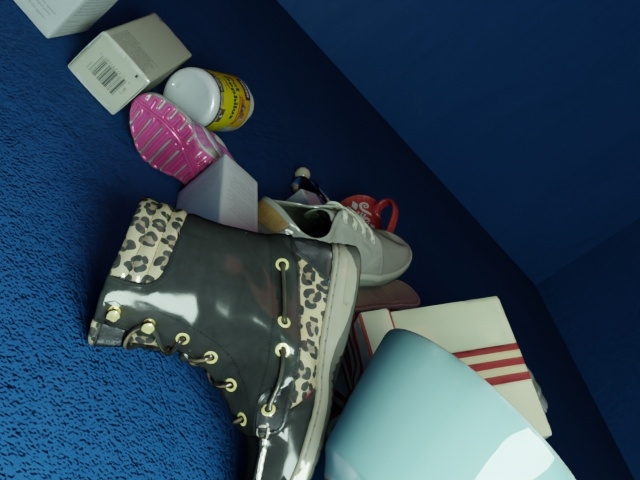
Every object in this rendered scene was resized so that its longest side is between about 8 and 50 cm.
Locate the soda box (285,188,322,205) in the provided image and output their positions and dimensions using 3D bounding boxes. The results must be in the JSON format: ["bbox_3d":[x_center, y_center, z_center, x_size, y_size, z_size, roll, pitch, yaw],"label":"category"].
[{"bbox_3d":[0.000,0.000,1.576,0.216,0.069,0.074,60,20,19],"label":"soda box"}]

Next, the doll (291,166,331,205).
[{"bbox_3d":[-0.012,-0.101,1.759,0.129,0.046,0.189,16,33,-46],"label":"doll"}]

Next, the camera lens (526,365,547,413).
[{"bbox_3d":[0.305,0.282,1.558,0.274,0.219,0.219,53,19,-1],"label":"camera lens"}]

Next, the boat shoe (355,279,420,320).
[{"bbox_3d":[0.055,0.129,1.423,0.335,0.095,0.112,7,33,-42],"label":"boat shoe"}]

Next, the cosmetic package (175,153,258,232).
[{"bbox_3d":[-0.163,-0.026,1.165,0.085,0.117,0.231,41,23,-29],"label":"cosmetic package"}]

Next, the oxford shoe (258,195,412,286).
[{"bbox_3d":[0.035,-0.005,1.398,0.449,0.130,0.169,4,27,-47],"label":"oxford shoe"}]

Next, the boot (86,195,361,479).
[{"bbox_3d":[-0.125,0.142,0.870,0.284,0.377,0.138,19,-15,-9],"label":"boot"}]

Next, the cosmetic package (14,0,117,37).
[{"bbox_3d":[-0.409,-0.455,1.242,0.151,0.184,0.151,50,18,-10],"label":"cosmetic package"}]

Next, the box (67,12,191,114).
[{"bbox_3d":[-0.328,-0.319,1.332,0.113,0.094,0.275,49,19,-13],"label":"box"}]

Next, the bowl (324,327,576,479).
[{"bbox_3d":[0.119,0.263,0.799,0.311,0.163,0.311,47,-15,17],"label":"bowl"}]

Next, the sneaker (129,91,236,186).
[{"bbox_3d":[-0.227,-0.154,1.288,0.252,0.103,0.111,50,14,-28],"label":"sneaker"}]

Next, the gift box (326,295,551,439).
[{"bbox_3d":[0.140,0.229,1.129,0.258,0.255,0.276,-7,56,-18],"label":"gift box"}]

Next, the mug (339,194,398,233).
[{"bbox_3d":[0.107,-0.023,1.765,0.113,0.150,0.169,15,40,-23],"label":"mug"}]

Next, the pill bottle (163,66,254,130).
[{"bbox_3d":[-0.211,-0.275,1.491,0.117,0.117,0.215,55,19,5],"label":"pill bottle"}]
